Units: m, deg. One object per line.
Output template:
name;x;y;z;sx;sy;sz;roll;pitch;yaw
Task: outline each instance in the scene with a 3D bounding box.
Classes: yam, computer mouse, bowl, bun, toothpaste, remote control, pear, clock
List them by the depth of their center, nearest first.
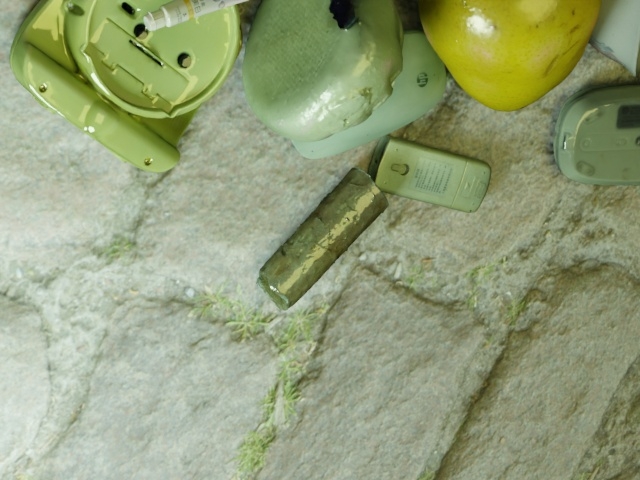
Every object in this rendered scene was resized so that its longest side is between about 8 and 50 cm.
toothpaste;-0.157;-0.334;1.596;0.190;0.031;0.048;-26;116;-21
clock;-0.247;-0.299;1.645;0.286;0.117;0.348;35;90;-34
bun;0.024;-0.276;1.708;0.187;0.293;0.293;16;101;-37
pear;0.293;-0.365;1.803;0.284;0.285;0.336;-19;153;-20
computer mouse;0.079;-0.236;1.856;0.288;0.097;0.160;-27;121;-17
yam;0.000;0.000;1.907;0.259;0.093;0.093;-47;123;-5
bowl;0.490;-0.454;1.921;0.157;0.345;0.346;11;109;15
remote control;0.191;-0.114;1.995;0.233;0.038;0.098;11;103;-30
computer mouse;0.581;-0.200;2.138;0.330;0.095;0.197;-1;108;-18
